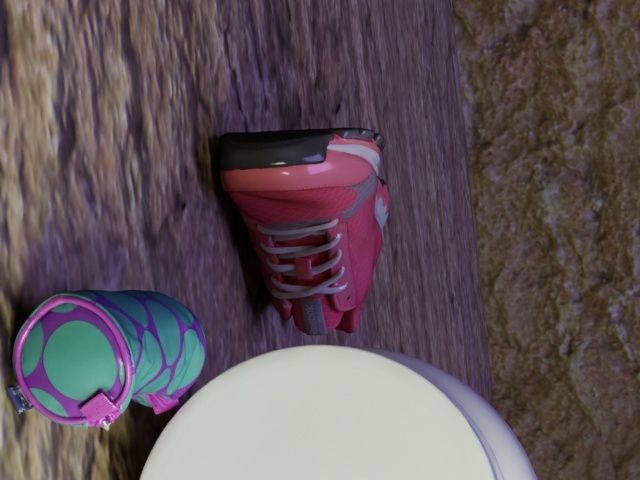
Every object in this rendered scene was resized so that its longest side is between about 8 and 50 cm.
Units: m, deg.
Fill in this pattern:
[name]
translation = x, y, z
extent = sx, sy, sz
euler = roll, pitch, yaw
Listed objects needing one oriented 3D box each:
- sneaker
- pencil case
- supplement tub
[sneaker]
translation = 0.001, 0.000, 1.376
extent = 0.314, 0.115, 0.136
euler = 45, 44, -74
[pencil case]
translation = -0.106, 0.060, 0.931
extent = 0.151, 0.064, 0.070
euler = -1, 71, -79
[supplement tub]
translation = 0.027, 0.200, 1.112
extent = 0.331, 0.241, 0.241
euler = 57, 31, -70
